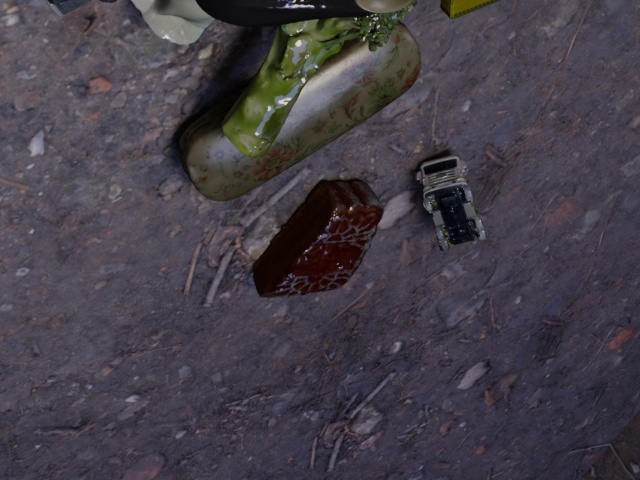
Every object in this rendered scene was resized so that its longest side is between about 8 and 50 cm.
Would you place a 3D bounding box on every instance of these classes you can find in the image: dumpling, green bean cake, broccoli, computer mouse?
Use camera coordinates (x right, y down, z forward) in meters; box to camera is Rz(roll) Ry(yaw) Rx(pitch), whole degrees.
[{"bbox_3d":[-0.177,-0.380,1.717,0.151,0.124,0.229,32,108,-14],"label":"dumpling"},{"bbox_3d":[0.000,0.000,2.308,0.198,0.097,0.233,-2,134,-37],"label":"green bean cake"},{"bbox_3d":[-0.031,-0.288,1.823,0.361,0.221,0.252,-55,180,2],"label":"broccoli"},{"bbox_3d":[-0.033,-0.352,1.639,0.269,0.138,0.086,-9,173,-17],"label":"computer mouse"}]

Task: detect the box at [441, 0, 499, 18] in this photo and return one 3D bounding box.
[{"bbox_3d":[0.268,-0.486,1.996,0.153,0.041,0.279,-24,144,-15],"label":"box"}]

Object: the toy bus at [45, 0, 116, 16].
[{"bbox_3d":[-0.250,-0.396,1.632,0.268,0.106,0.092,-31,146,0],"label":"toy bus"}]

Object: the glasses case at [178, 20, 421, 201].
[{"bbox_3d":[-0.031,-0.213,2.028,0.425,0.098,0.156,-32,139,-3],"label":"glasses case"}]

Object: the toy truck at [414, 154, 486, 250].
[{"bbox_3d":[0.249,-0.071,2.414,0.098,0.114,0.227,-15,146,9],"label":"toy truck"}]

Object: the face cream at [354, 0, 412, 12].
[{"bbox_3d":[0.072,-0.460,1.644,0.084,0.341,0.137,-17,154,29],"label":"face cream"}]
